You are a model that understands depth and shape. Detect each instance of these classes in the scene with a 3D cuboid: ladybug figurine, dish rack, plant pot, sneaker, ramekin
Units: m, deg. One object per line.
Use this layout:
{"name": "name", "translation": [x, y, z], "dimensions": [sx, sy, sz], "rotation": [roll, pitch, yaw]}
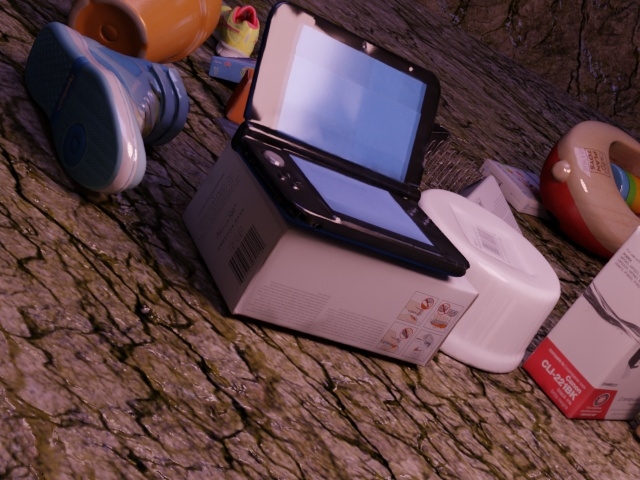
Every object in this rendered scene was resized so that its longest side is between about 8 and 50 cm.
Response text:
{"name": "ladybug figurine", "translation": [0.599, -0.086, 2.411], "dimensions": [0.449, 0.162, 0.305], "rotation": [21, 54, -42]}
{"name": "dish rack", "translation": [0.252, -0.116, 2.155], "dimensions": [0.271, 0.074, 0.208], "rotation": [44, 24, 20]}
{"name": "plant pot", "translation": [-0.273, -0.337, 1.705], "dimensions": [0.205, 0.205, 0.188], "rotation": [34, 36, -4]}
{"name": "sneaker", "translation": [-0.149, -0.393, 2.119], "dimensions": [0.081, 0.094, 0.208], "rotation": [22, 23, -27]}
{"name": "ramekin", "translation": [0.210, 0.048, 1.657], "dimensions": [0.277, 0.135, 0.277], "rotation": [30, 22, -13]}
{"name": "sneaker", "translation": [-0.230, -0.154, 1.449], "dimensions": [0.208, 0.127, 0.319], "rotation": [15, 30, -39]}

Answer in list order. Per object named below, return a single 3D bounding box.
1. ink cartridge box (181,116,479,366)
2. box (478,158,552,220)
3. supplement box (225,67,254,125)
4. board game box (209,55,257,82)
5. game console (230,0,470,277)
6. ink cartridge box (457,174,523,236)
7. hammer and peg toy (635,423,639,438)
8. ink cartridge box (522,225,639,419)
{"name": "ink cartridge box", "translation": [0.000, 0.000, 1.456], "dimensions": [0.309, 0.130, 0.272], "rotation": [19, 24, -35]}
{"name": "box", "translation": [0.438, -0.102, 2.450], "dimensions": [0.186, 0.038, 0.145], "rotation": [11, 32, -45]}
{"name": "supplement box", "translation": [-0.035, -0.183, 1.866], "dimensions": [0.233, 0.078, 0.080], "rotation": [30, 19, -15]}
{"name": "board game box", "translation": [-0.071, -0.285, 2.004], "dimensions": [0.160, 0.039, 0.211], "rotation": [17, 15, 23]}
{"name": "game console", "translation": [0.061, -0.116, 1.371], "dimensions": [0.293, 0.173, 0.250], "rotation": [18, 23, -38]}
{"name": "ink cartridge box", "translation": [0.296, 0.025, 1.920], "dimensions": [0.239, 0.060, 0.275], "rotation": [64, 20, -3]}
{"name": "hammer and peg toy", "translation": [0.643, 0.356, 1.660], "dimensions": [0.266, 0.127, 0.361], "rotation": [15, 29, -45]}
{"name": "ink cartridge box", "translation": [0.454, 0.125, 1.665], "dimensions": [0.197, 0.273, 0.114], "rotation": [10, 32, -47]}
